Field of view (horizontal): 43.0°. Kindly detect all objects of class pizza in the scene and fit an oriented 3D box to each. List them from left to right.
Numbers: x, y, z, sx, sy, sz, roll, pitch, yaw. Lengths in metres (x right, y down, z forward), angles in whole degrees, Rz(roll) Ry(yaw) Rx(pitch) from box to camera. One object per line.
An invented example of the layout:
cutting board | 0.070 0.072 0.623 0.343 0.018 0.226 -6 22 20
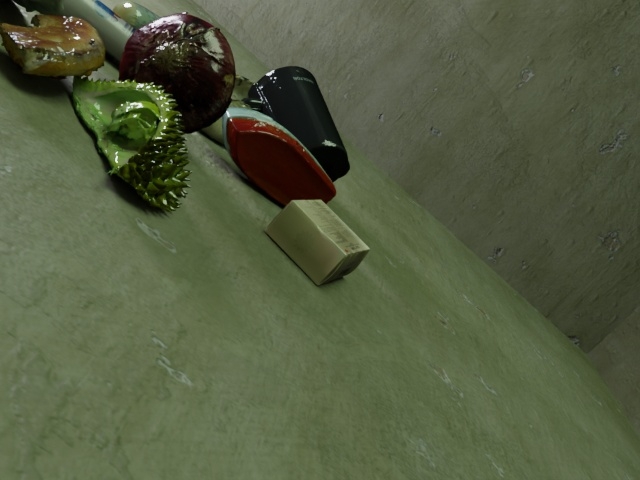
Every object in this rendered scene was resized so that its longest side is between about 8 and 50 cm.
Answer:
pizza | -0.462 -0.329 1.420 0.161 0.085 0.305 19 23 -3

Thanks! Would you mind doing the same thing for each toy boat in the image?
toy boat | -0.109 -0.193 1.903 0.332 0.145 0.133 41 12 -35

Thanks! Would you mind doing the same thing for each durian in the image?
durian | -0.315 -0.164 1.386 0.169 0.157 0.355 -7 37 -24

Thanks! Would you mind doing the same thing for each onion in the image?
onion | -0.288 -0.339 1.670 0.246 0.246 0.190 47 4 16

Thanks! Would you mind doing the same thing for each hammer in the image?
hammer | -0.400 -0.450 2.011 0.202 0.113 0.305 18 36 -54

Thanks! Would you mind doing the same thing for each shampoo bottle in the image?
shampoo bottle | -0.525 -0.504 1.795 0.303 0.092 0.092 38 14 -21

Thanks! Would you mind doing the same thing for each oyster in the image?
oyster | -0.207 -0.383 2.395 0.294 0.094 0.166 50 30 -13

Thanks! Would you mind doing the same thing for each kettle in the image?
kettle | -0.071 -0.314 2.205 0.262 0.203 0.308 39 23 -53

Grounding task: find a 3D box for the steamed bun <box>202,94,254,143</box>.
steamed bun | -0.227 -0.310 2.019 0.212 0.110 0.231 37 16 -32

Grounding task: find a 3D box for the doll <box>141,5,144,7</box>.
doll | -0.501 -0.587 2.220 0.135 0.071 0.113 23 42 -41

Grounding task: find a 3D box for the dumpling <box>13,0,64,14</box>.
dumpling | -0.597 -0.556 1.502 0.321 0.212 0.270 61 16 23

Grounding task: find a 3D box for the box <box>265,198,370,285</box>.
box | 0.000 0.000 1.731 0.168 0.095 0.212 44 14 11
